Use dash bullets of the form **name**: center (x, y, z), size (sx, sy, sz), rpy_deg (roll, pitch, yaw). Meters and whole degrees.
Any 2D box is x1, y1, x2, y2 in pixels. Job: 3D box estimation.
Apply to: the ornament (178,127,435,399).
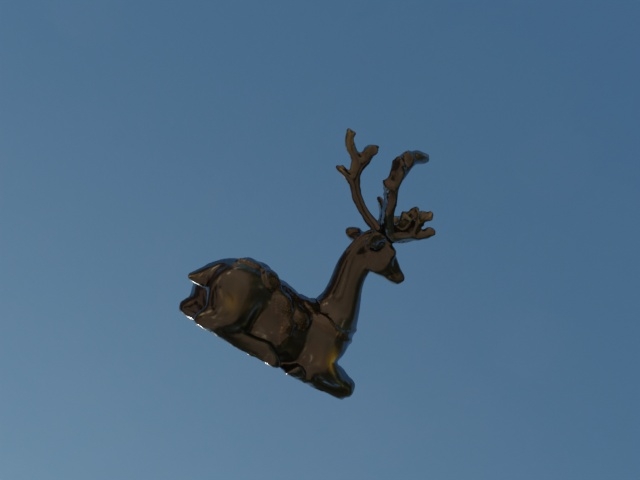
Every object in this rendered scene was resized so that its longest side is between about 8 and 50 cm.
- **ornament**: center (0.000, 0.000, 0.961), size (0.202, 0.080, 0.236), rpy_deg (32, -95, -33)
